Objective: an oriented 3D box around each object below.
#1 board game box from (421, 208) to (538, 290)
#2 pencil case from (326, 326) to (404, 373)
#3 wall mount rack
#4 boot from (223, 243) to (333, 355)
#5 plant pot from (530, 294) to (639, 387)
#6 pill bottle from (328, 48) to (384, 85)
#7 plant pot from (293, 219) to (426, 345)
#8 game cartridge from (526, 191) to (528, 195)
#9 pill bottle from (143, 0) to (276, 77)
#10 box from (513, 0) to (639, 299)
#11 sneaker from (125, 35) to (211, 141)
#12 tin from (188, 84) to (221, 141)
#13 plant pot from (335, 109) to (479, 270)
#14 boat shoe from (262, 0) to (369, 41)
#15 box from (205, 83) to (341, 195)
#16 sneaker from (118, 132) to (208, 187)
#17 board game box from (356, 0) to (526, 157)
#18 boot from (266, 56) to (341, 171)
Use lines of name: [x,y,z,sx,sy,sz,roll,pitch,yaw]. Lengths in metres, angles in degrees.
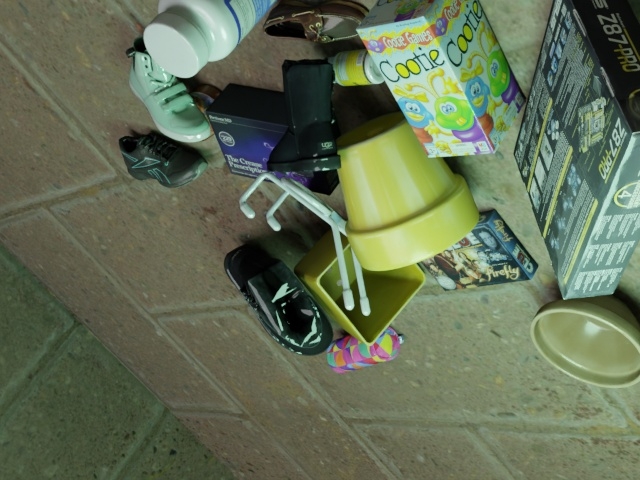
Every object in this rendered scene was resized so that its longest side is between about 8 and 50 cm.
board game box: [0.308,0.025,2.065,0.243,0.042,0.165,-13,125,51]
pencil case: [0.110,0.277,2.545,0.104,0.104,0.236,43,146,-13]
wall mount rack: [0.000,0.000,1.952,0.304,0.130,0.350,39,-177,14]
boot: [-0.061,0.172,2.353,0.367,0.146,0.445,44,172,-14]
plant pot: [0.550,0.180,1.982,0.237,0.110,0.237,25,147,18]
pill bottle: [0.062,-0.316,1.815,0.116,0.065,0.065,4,137,41]
plant pot: [0.066,0.078,2.224,0.212,0.212,0.187,51,159,-25]
game cartridge: [0.426,-0.081,1.838,0.083,0.017,0.056,31,145,7]
pill bottle: [-0.186,-0.409,1.723,0.152,0.272,0.152,25,147,17]
box: [0.402,-0.149,1.498,0.097,0.318,0.395,-5,143,-5]
sneaker: [-0.325,-0.323,2.093,0.256,0.094,0.151,44,149,24]
tin: [-0.262,-0.281,2.196,0.106,0.040,0.189,49,146,-15]
plant pot: [0.143,-0.106,1.878,0.254,0.254,0.239,-6,114,47]
boat shoe: [-0.009,-0.385,1.783,0.207,0.073,0.073,9,139,34]
box: [-0.087,-0.212,2.066,0.261,0.103,0.184,14,140,31]
sneaker: [-0.384,-0.194,2.368,0.267,0.101,0.106,7,137,37]
board game box: [0.204,-0.289,1.644,0.144,0.142,0.275,0,134,43]
boot: [-0.036,-0.232,1.850,0.246,0.094,0.207,-174,78,-66]
